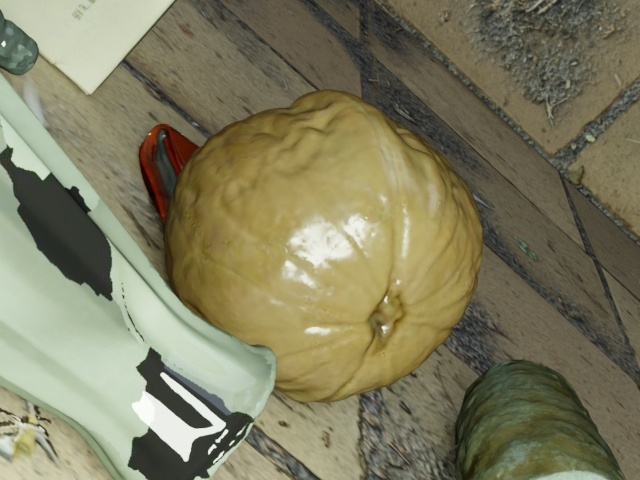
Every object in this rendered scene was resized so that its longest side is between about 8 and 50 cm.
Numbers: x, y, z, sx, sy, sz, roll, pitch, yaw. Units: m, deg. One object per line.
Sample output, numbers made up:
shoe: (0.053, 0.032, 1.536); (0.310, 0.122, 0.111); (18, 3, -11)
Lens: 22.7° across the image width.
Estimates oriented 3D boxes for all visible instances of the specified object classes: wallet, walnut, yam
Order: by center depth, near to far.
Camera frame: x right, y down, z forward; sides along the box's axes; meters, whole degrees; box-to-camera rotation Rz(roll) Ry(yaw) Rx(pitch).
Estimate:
walnut: (0.000, 0.000, 1.116); (0.228, 0.228, 0.228); (41, 15, -14)
yam: (0.167, 0.180, 1.238); (0.133, 0.133, 0.330); (42, 12, -9)
wallet: (-0.052, -0.005, 1.297); (0.204, 0.045, 0.142); (35, 17, -33)

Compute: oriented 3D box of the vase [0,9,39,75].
vase: (-0.285, -0.178, 1.123); (0.211, 0.060, 0.060); (33, 19, -38)

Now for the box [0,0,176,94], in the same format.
box: (-0.228, -0.267, 1.305); (0.256, 0.164, 0.069); (42, 14, -10)

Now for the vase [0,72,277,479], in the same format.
vase: (-0.186, -0.014, 0.797); (0.360, 0.165, 0.165); (44, 14, -18)
